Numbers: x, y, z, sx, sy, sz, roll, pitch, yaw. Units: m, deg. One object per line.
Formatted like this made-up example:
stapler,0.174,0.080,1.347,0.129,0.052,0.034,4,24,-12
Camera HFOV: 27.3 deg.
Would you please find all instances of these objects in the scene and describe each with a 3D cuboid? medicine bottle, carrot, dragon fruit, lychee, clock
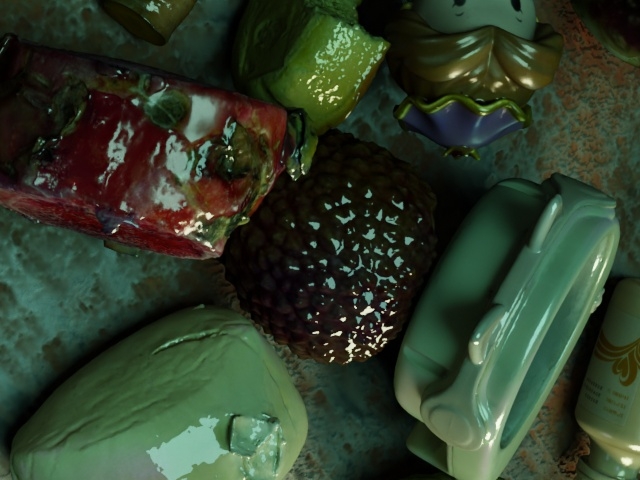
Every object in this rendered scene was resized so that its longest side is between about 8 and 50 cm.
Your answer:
medicine bottle,0.331,0.172,1.394,0.114,0.114,0.252,9,101,-35
carrot,-0.075,-0.246,1.025,0.224,0.057,0.057,-51,126,-14
dragon fruit,-0.150,-0.057,0.956,0.282,0.211,0.147,12,94,-9
lychee,0.000,0.000,1.082,0.188,0.188,0.188,-12,113,-30
clock,0.161,0.064,1.148,0.265,0.109,0.324,-57,162,-13

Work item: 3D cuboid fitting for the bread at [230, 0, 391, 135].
bread,-0.014,-0.151,1.043,0.086,0.156,0.125,28,117,-33

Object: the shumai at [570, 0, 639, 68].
shumai,0.394,-0.285,1.184,0.348,0.395,0.395,-33,124,5

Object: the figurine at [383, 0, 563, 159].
figurine,0.119,-0.195,1.063,0.142,0.189,0.263,2,73,-5

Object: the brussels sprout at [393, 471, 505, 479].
brussels sprout,0.118,0.300,1.283,0.181,0.143,0.161,9,139,-15

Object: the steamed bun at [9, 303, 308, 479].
steamed bun,-0.119,0.169,1.073,0.239,0.152,0.170,-36,122,-21
